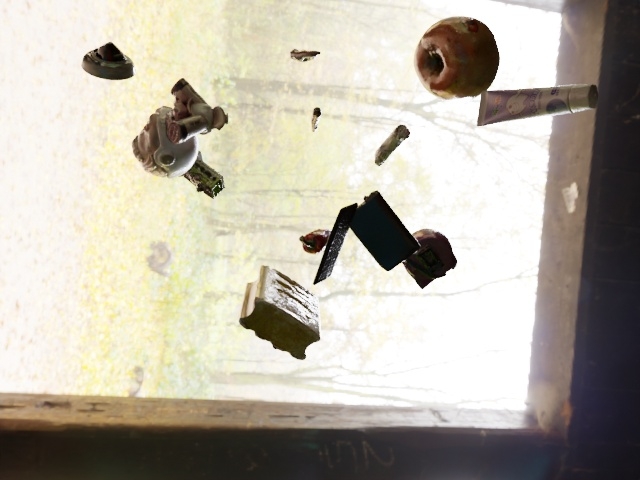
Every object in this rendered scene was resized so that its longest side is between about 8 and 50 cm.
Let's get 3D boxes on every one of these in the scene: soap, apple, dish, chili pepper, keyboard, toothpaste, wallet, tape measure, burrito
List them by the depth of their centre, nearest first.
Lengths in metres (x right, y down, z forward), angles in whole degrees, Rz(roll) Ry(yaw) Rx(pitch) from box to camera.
[{"bbox_3d":[-0.574,-0.503,1.365,0.141,0.141,0.078,-96,-161,-49],"label":"dish"},{"bbox_3d":[0.055,-0.034,1.475,0.103,0.041,0.380,-25,135,-51],"label":"keyboard"},{"bbox_3d":[0.668,-0.432,1.590,0.371,0.080,0.125,9,-89,50],"label":"toothpaste"},{"bbox_3d":[0.193,-0.029,1.598,0.149,0.250,0.044,-39,-167,6],"label":"wallet"},{"bbox_3d":[-0.056,-0.607,1.652,0.153,0.050,0.041,26,-46,44],"label":"chili pepper"},{"bbox_3d":[0.245,-0.333,1.764,0.203,0.064,0.064,-44,-141,51],"label":"burrito"},{"bbox_3d":[-0.149,0.265,1.912,0.156,0.293,0.335,-50,-167,14],"label":"soap"},{"bbox_3d":[0.566,-0.736,2.039,0.338,0.305,0.338,45,-34,43],"label":"apple"},{"bbox_3d":[0.474,0.073,2.203,0.232,0.245,0.149,-38,-164,20],"label":"tape measure"},{"bbox_3d":[0.000,0.000,2.289,0.388,0.110,0.110,-21,120,-66],"label":"chili pepper"}]

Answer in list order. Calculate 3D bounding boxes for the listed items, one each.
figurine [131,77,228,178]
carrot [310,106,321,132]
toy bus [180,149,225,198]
[{"bbox_3d":[-0.503,-0.353,1.742,0.361,0.211,0.253,-32,-142,38],"label":"figurine"},{"bbox_3d":[-0.021,-0.454,1.910,0.165,0.036,0.035,114,-21,-70],"label":"carrot"},{"bbox_3d":[-0.583,-0.331,2.388,0.139,0.302,0.113,-45,162,-24],"label":"toy bus"}]
